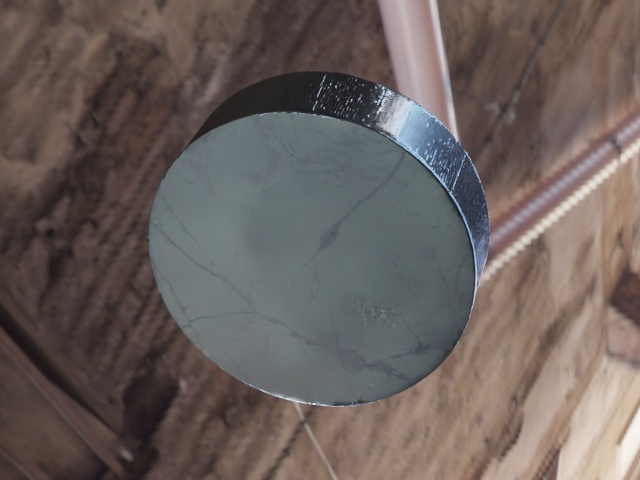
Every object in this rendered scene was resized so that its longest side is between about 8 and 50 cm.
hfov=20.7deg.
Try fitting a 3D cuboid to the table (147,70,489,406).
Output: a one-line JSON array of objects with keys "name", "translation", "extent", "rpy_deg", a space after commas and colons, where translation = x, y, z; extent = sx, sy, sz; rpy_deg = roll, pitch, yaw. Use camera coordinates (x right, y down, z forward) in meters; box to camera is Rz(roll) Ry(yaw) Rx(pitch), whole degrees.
[{"name": "table", "translation": [0.000, 0.000, 0.709], "extent": [0.134, 0.133, 0.043], "rpy_deg": [8, -150, 11]}]
